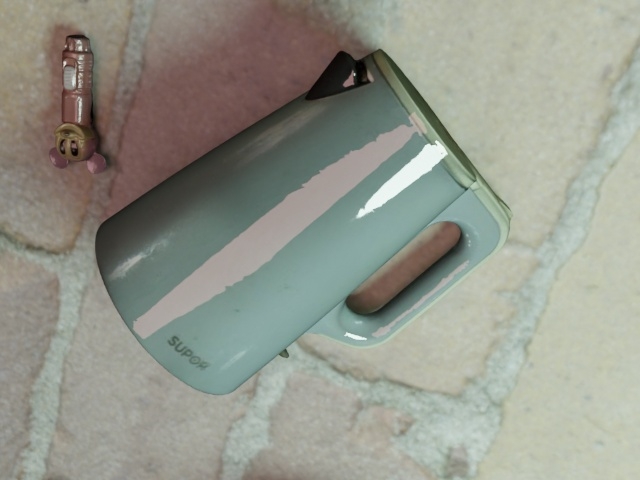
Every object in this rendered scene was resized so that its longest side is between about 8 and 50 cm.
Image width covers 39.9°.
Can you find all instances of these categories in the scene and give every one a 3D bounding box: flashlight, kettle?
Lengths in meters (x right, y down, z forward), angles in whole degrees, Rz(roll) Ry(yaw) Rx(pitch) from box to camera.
[{"bbox_3d":[-0.196,-0.108,0.705,0.052,0.031,0.110,9,108,12],"label":"flashlight"},{"bbox_3d":[0.000,0.000,0.639,0.243,0.160,0.210,-35,114,14],"label":"kettle"}]
